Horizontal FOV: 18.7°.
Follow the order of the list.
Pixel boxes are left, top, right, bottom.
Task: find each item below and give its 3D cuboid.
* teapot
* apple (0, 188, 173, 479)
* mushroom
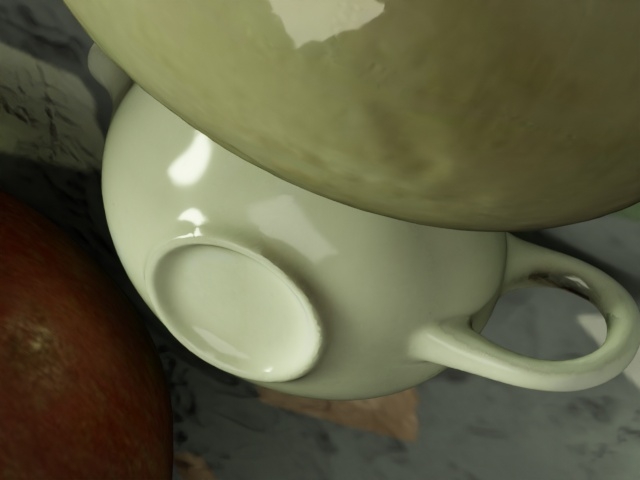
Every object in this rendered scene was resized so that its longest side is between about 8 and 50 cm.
[{"bbox_3d":[0.000,0.000,0.669,0.226,0.092,0.145,25,142,10],"label":"teapot"},{"bbox_3d":[-0.218,0.123,0.759,0.277,0.348,0.348,24,143,-5],"label":"apple"},{"bbox_3d":[0.025,-0.101,0.454,0.206,0.206,0.209,32,140,7],"label":"mushroom"}]
